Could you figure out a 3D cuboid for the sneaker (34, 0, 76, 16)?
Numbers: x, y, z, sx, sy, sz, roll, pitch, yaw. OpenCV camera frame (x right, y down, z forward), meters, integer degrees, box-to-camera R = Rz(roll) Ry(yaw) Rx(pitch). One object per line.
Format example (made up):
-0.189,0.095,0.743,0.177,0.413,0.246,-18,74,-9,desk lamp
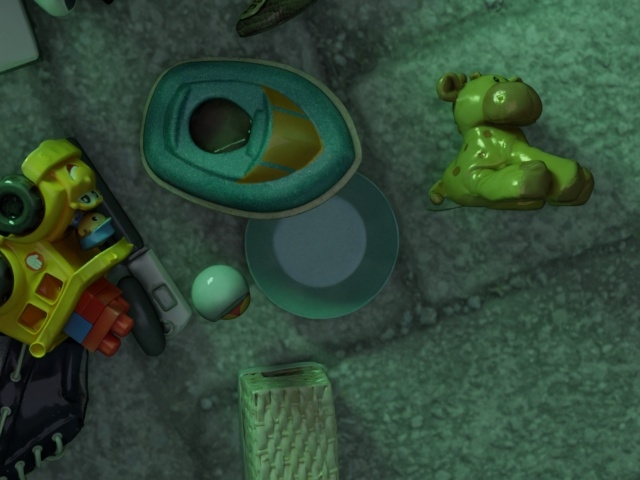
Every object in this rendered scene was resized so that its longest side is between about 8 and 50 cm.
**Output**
-0.384,-0.295,1.544,0.153,0.094,0.235,-43,102,-4,sneaker

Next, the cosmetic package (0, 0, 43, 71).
-0.473,-0.355,1.649,0.217,0.156,0.385,-16,99,-7,cosmetic package

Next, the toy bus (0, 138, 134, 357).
-0.290,0.025,1.658,0.211,0.149,0.220,33,108,4,toy bus

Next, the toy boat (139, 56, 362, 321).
-0.092,-0.060,1.708,0.267,0.148,0.318,7,85,5,toy boat

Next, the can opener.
-0.250,0.006,1.757,0.074,0.093,0.280,-32,95,-3,can opener

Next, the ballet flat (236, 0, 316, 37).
-0.006,-0.330,1.755,0.250,0.084,0.058,-36,116,-8,ballet flat

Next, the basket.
-0.039,0.244,1.803,0.113,0.103,0.167,-5,96,-9,basket

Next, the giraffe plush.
0.223,-0.127,1.794,0.210,0.181,0.170,-3,86,26,giraffe plush

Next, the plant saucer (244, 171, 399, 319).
0.000,0.000,1.817,0.195,0.037,0.195,-1,97,-9,plant saucer

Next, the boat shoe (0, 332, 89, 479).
-0.369,0.256,1.740,0.158,0.127,0.340,8,94,-2,boat shoe
